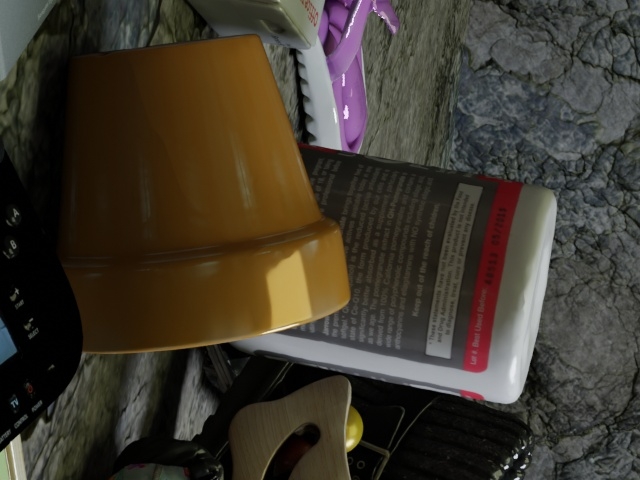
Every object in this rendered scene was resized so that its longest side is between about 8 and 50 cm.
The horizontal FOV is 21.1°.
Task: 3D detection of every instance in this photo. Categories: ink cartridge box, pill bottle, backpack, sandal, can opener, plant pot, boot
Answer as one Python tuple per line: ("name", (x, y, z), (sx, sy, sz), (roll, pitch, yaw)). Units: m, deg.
("ink cartridge box", (-0.039, -0.278, 1.406), (0.154, 0.093, 0.212), (34, 65, -77))
("pill bottle", (0.019, 0.017, 1.375), (0.176, 0.318, 0.176), (11, 90, -80))
("backpack", (-0.138, 0.261, 1.334), (0.152, 0.115, 0.182), (83, 15, -50))
("sandal", (0.036, -0.237, 1.790), (0.416, 0.102, 0.169), (82, 19, -54))
("can opener", (-0.056, 0.134, 1.657), (0.283, 0.095, 0.076), (61, 4, -69))
("plant pot", (-0.093, -0.038, 1.150), (0.205, 0.205, 0.188), (-35, 118, -75))
("boot", (0.001, 0.251, 1.494), (0.348, 0.260, 0.131), (-57, 163, -5))

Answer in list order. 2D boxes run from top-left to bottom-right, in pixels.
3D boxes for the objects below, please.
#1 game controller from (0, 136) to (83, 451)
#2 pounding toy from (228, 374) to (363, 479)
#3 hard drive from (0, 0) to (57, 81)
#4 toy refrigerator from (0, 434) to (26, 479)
("game controller", (-0.207, 0.046, 0.753), (0.166, 0.067, 0.319), (58, 28, -8))
("pounding toy", (0.002, 0.239, 1.340), (0.155, 0.154, 0.269), (89, 1, -78))
("hard drive", (-0.180, -0.171, 0.973), (0.094, 0.022, 0.135), (-68, 164, -46))
("toy refrigerator", (-0.212, 0.181, 0.949), (0.102, 0.094, 0.269), (-68, 164, -48))
